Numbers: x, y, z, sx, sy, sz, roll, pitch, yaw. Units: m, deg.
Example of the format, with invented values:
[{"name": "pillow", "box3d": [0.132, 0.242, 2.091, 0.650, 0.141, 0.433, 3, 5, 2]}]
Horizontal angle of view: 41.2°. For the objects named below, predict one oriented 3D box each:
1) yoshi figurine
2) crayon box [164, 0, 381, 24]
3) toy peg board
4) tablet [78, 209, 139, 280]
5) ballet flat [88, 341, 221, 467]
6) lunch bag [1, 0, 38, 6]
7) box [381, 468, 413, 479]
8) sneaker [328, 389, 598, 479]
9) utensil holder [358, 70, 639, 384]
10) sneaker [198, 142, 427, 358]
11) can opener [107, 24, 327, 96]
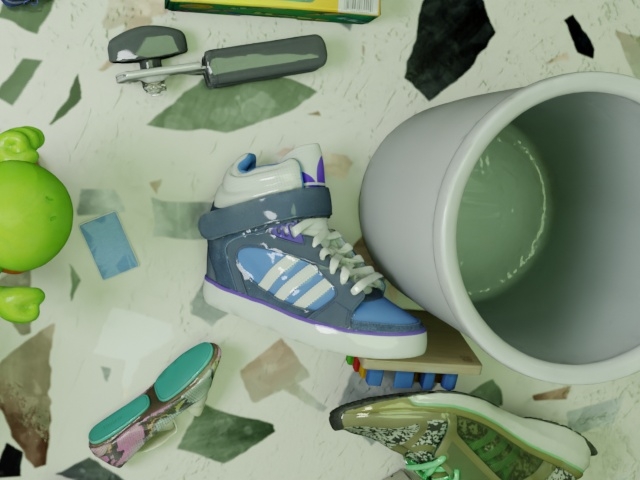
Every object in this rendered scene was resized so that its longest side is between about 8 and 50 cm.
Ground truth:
[{"name": "yoshi figurine", "box3d": [-0.350, -0.021, 0.940, 0.203, 0.362, 0.203, -46, 102, -5]}, {"name": "crayon box", "box3d": [-0.060, -0.378, 1.107, 0.279, 0.081, 0.165, 1, 95, -12]}, {"name": "toy peg board", "box3d": [0.114, 0.163, 1.170, 0.161, 0.160, 0.079, 5, 110, -12]}, {"name": "tablet", "box3d": [-0.282, 0.007, 1.139, 0.054, 0.006, 0.083, -23, 101, -9]}, {"name": "ballet flat", "box3d": [-0.209, 0.226, 1.151, 0.221, 0.077, 0.079, -39, 121, -1]}, {"name": "lunch bag", "box3d": [-0.376, -0.338, 1.054, 0.067, 0.065, 0.098, -28, 100, -24]}, {"name": "box", "box3d": [0.150, 0.481, 1.236, 0.113, 0.094, 0.275, -32, 101, -8]}, {"name": "sneaker", "box3d": [0.198, 0.315, 1.155, 0.411, 0.158, 0.182, 18, 67, -19]}, {"name": "utensil holder", "box3d": [0.239, -0.026, 1.053, 0.328, 0.385, 0.327, -1, 95, -12]}, {"name": "sneaker", "box3d": [0.000, 0.000, 1.079, 0.323, 0.130, 0.236, 15, 100, 23]}, {"name": "can opener", "box3d": [-0.132, -0.241, 1.110, 0.281, 0.074, 0.093, -7, 97, -11]}]
